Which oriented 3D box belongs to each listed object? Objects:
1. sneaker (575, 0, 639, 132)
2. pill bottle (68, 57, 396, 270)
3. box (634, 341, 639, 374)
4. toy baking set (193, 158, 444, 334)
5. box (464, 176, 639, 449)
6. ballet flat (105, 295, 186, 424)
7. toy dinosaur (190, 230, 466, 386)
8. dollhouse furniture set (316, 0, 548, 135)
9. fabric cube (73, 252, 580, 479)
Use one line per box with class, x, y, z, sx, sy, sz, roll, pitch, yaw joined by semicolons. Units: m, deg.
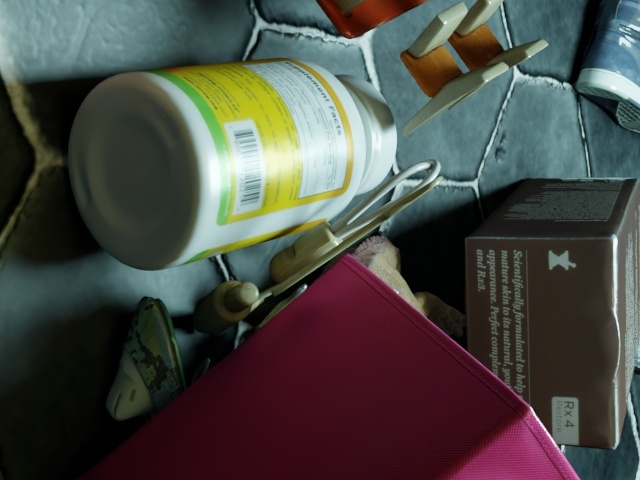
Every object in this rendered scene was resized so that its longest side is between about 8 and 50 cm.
sneaker;0.414;-0.232;1.485;0.226;0.086;0.163;24;78;-49
pill bottle;-0.053;-0.066;0.873;0.246;0.136;0.136;-16;106;-50
box;0.398;0.079;1.532;0.233;0.044;0.159;26;74;-50
toy baking set;-0.006;0.004;0.870;0.197;0.256;0.030;-35;90;-16
box;0.245;0.054;1.170;0.381;0.143;0.191;-31;120;-71
ballet flat;-0.125;0.136;0.869;0.070;0.070;0.188;-29;112;-46
toy dinosaur;0.017;0.075;0.996;0.200;0.127;0.295;49;51;-34
dollhouse furniture set;0.067;-0.236;0.981;0.262;0.135;0.259;55;42;0
fabric cube;0.032;0.215;0.789;0.258;0.254;0.259;-40;120;-7
